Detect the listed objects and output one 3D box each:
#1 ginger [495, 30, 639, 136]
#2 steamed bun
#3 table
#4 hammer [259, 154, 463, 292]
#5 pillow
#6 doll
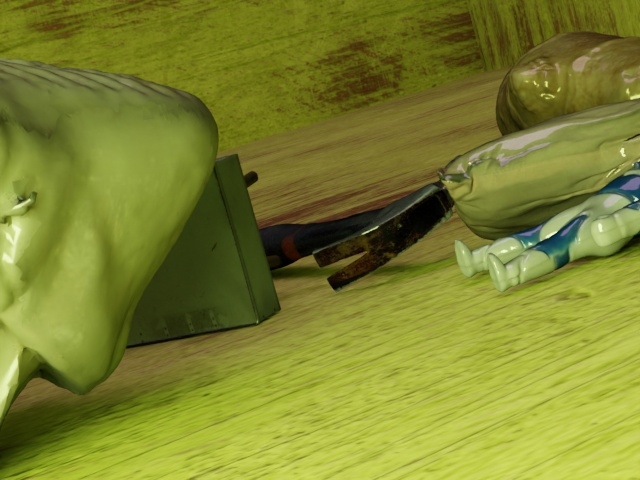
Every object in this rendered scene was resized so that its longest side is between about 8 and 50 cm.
[{"bbox_3d":[0.249,-0.131,1.528,0.189,0.126,0.354,3,0,-11],"label":"ginger"},{"bbox_3d":[-0.266,0.018,0.887,0.342,0.255,0.367,9,5,36],"label":"steamed bun"},{"bbox_3d":[-0.144,0.012,1.240,0.240,0.122,0.111,-11,9,25],"label":"table"},{"bbox_3d":[0.000,0.000,1.303,0.137,0.037,0.290,-37,13,-32],"label":"hammer"},{"bbox_3d":[0.223,-0.061,1.155,0.270,0.067,0.173,-17,-17,7],"label":"pillow"},{"bbox_3d":[0.205,-0.023,1.071,0.227,0.057,0.114,-18,3,-8],"label":"doll"}]
